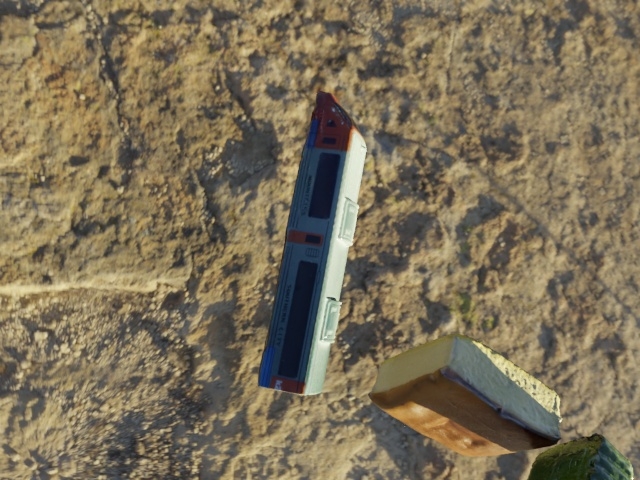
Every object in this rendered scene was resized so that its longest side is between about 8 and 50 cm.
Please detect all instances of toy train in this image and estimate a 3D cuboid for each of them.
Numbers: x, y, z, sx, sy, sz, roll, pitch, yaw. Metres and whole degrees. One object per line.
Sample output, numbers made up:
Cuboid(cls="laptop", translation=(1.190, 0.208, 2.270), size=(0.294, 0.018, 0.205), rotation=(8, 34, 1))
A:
Cuboid(cls="toy train", translation=(0.000, 0.000, 0.823), size=(0.089, 0.086, 0.408), rotation=(9, 82, 17))

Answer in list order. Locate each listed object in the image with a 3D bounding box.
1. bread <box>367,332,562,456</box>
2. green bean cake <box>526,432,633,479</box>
Cuboid(cls="bread", translation=(0.323, 0.367, 1.394), size=(0.324, 0.333, 0.143), rotation=(31, 57, -11))
Cuboid(cls="green bean cake", translation=(0.523, 0.516, 1.242), size=(0.113, 0.200, 0.214), rotation=(45, 50, -1))
